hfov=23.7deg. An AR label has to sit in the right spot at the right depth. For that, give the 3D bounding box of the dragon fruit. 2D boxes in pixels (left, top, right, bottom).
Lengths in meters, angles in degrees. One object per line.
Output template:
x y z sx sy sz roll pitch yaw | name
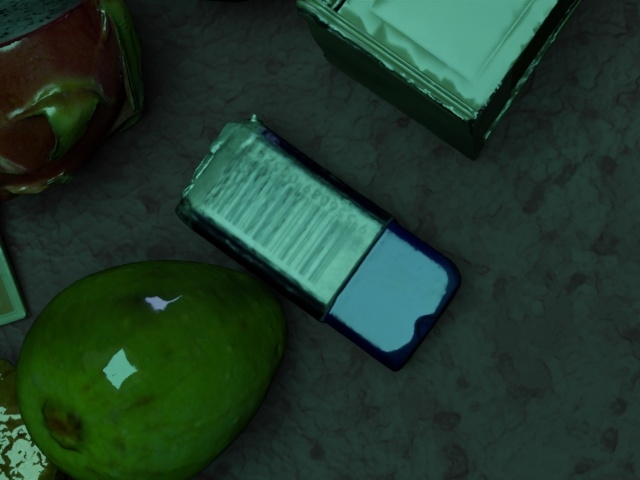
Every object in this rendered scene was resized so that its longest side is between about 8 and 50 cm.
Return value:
-0.339 -0.167 1.786 0.306 0.305 0.225 -13 113 9 | dragon fruit

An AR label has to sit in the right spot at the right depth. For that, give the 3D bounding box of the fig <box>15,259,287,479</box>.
-0.177 0.134 1.719 0.326 0.258 0.258 -29 79 -36 | fig

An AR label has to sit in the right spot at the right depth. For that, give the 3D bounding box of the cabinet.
0.166 -0.295 1.679 0.227 0.290 0.318 35 91 8 | cabinet

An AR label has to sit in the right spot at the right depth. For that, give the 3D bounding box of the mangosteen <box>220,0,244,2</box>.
-0.101 -0.431 1.731 0.297 0.297 0.313 -7 90 10 | mangosteen

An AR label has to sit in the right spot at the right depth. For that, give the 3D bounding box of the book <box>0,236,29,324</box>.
-0.502 0.051 1.894 0.242 0.018 0.170 -17 99 10 | book

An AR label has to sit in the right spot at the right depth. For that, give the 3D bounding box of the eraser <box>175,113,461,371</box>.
0.000 0.000 1.788 0.332 0.101 0.155 35 91 9 | eraser

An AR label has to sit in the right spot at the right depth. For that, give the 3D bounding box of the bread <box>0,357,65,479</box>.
-0.419 0.267 1.827 0.268 0.146 0.268 -1 83 12 | bread
